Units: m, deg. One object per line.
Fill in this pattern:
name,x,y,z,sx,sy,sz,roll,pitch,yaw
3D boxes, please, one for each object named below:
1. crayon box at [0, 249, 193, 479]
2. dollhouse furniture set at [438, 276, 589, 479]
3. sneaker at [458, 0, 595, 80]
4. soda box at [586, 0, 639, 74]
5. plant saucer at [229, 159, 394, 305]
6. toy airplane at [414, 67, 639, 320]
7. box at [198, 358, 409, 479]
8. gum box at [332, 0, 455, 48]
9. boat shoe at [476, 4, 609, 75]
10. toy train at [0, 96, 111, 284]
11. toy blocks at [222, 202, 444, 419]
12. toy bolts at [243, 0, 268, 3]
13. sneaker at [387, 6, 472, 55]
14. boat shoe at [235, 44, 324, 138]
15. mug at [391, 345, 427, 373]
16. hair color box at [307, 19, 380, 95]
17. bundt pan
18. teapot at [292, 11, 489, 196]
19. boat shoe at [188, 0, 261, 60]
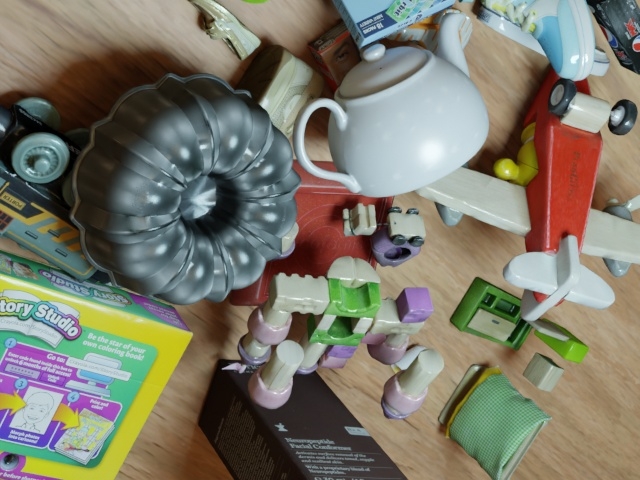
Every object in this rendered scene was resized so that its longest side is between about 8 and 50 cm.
crayon box,-0.424,0.200,1.819,0.363,0.106,0.313,21,102,-35
dollhouse furniture set,0.303,0.255,2.170,0.151,0.197,0.301,23,102,-36
sneaker,0.266,-0.362,1.815,0.208,0.319,0.127,-18,166,-11
soda box,0.509,-0.360,2.046,0.060,0.053,0.169,-41,126,-2
plant saucer,0.000,0.000,1.973,0.258,0.048,0.259,1,114,-28
toy airplane,0.366,-0.050,2.000,0.384,0.272,0.386,-33,93,-24
box,-0.029,0.340,1.927,0.191,0.381,0.143,8,109,-31
gum box,0.082,-0.389,1.747,0.157,0.041,0.184,-26,82,-13
boat shoe,0.374,-0.345,1.964,0.267,0.096,0.088,20,109,-25
toy train,-0.367,-0.060,1.704,0.190,0.142,0.334,-44,129,14
toy blocks,0.014,0.135,1.920,0.288,0.309,0.260,5,146,-17
toy bolts,-0.106,-0.469,1.652,0.218,0.158,0.228,21,121,7
sneaker,0.150,-0.337,1.858,0.215,0.083,0.084,13,112,-44
boat shoe,-0.113,-0.119,1.805,0.110,0.121,0.341,30,98,-35
mug,0.166,0.221,2.177,0.064,0.078,0.062,-40,94,-14
hair color box,0.060,-0.253,1.868,0.093,0.053,0.167,-36,125,-6
bundt pan,-0.163,-0.055,1.651,0.331,0.124,0.331,-13,114,-30
teapot,0.105,-0.191,1.756,0.252,0.256,0.187,-19,114,19
boat shoe,-0.142,-0.305,1.737,0.135,0.050,0.045,36,90,-36
